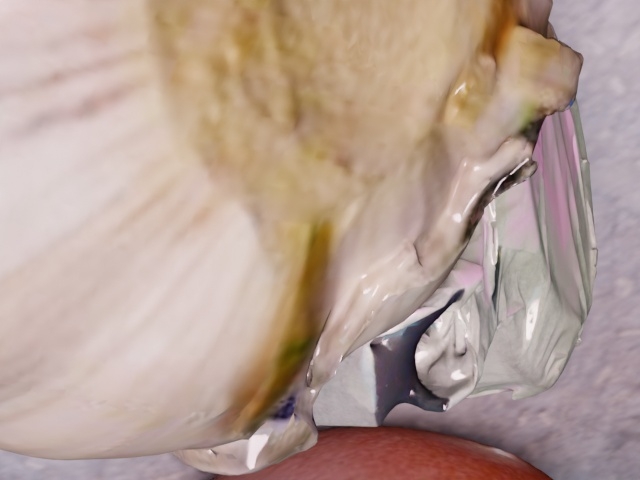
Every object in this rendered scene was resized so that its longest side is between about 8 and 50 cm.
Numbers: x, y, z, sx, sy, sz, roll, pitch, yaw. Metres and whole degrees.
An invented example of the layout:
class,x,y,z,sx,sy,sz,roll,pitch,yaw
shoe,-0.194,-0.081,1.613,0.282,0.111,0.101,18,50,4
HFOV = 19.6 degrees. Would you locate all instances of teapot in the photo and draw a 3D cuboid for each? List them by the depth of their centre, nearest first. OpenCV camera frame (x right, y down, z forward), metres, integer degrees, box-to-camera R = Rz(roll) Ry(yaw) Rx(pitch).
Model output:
class,x,y,z,sx,sy,sz,roll,pitch,yaw
teapot,0.005,0.007,0.707,0.178,0.221,0.163,-8,139,20

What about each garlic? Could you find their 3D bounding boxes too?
class,x,y,z,sx,sy,sz,roll,pitch,yaw
garlic,-0.070,-0.097,0.503,0.241,0.322,0.322,-12,146,28

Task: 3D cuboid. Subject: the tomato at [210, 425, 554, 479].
class,x,y,z,sx,sy,sz,roll,pitch,yaw
tomato,0.018,0.269,0.952,0.273,0.341,0.341,29,127,-22
